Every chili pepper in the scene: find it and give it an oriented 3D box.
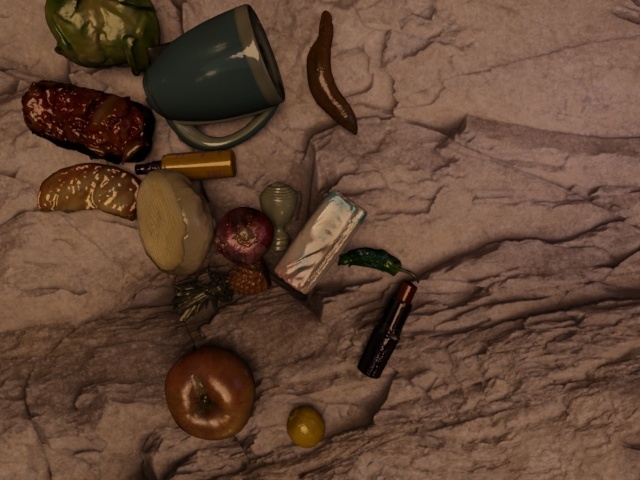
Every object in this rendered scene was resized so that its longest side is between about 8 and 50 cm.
[{"bbox_3d":[0.150,0.059,1.314,0.279,0.122,0.065,9,113,-32],"label":"chili pepper"}]

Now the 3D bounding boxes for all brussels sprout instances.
[{"bbox_3d":[-0.553,-0.560,1.201,0.259,0.227,0.294,-17,88,-14],"label":"brussels sprout"}]

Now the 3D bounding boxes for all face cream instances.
[{"bbox_3d":[-0.375,-0.205,1.307,0.273,0.078,0.078,-4,96,0],"label":"face cream"}]

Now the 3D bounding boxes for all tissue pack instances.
[{"bbox_3d":[0.000,0.000,1.274,0.124,0.201,0.271,35,93,0],"label":"tissue pack"}]

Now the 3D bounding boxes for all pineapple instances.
[{"bbox_3d":[-0.280,0.136,1.330,0.277,0.119,0.130,-17,140,2],"label":"pineapple"}]

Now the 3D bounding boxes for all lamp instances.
[{"bbox_3d":[-0.119,-0.069,1.319,0.106,0.106,0.193,3,106,-1],"label":"lamp"}]

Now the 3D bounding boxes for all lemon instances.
[{"bbox_3d":[-0.044,0.541,1.370,0.109,0.109,0.133,-44,103,3],"label":"lemon"}]

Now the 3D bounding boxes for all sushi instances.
[{"bbox_3d":[-0.599,-0.302,1.245,0.343,0.182,0.196,14,102,1],"label":"sushi"}]

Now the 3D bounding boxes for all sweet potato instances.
[{"bbox_3d":[0.015,-0.453,1.293,0.108,0.079,0.346,-15,95,-28],"label":"sweet potato"}]

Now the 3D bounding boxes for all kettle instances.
[{"bbox_3d":[-0.279,-0.390,1.231,0.342,0.247,0.319,-19,121,9],"label":"kettle"}]

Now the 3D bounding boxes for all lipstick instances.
[{"bbox_3d":[0.198,0.257,1.359,0.081,0.081,0.299,25,96,-3],"label":"lipstick"}]

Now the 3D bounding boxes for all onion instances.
[{"bbox_3d":[-0.203,-0.013,1.269,0.159,0.195,0.159,0,92,-7],"label":"onion"}]

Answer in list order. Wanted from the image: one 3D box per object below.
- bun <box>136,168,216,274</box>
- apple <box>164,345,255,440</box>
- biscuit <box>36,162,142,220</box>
[{"bbox_3d":[-0.380,-0.054,1.257,0.287,0.146,0.287,12,109,40],"label":"bun"},{"bbox_3d":[-0.302,0.421,1.312,0.261,0.194,0.261,0,93,-1],"label":"apple"},{"bbox_3d":[-0.646,-0.142,1.326,0.299,0.045,0.154,6,97,-1],"label":"biscuit"}]
